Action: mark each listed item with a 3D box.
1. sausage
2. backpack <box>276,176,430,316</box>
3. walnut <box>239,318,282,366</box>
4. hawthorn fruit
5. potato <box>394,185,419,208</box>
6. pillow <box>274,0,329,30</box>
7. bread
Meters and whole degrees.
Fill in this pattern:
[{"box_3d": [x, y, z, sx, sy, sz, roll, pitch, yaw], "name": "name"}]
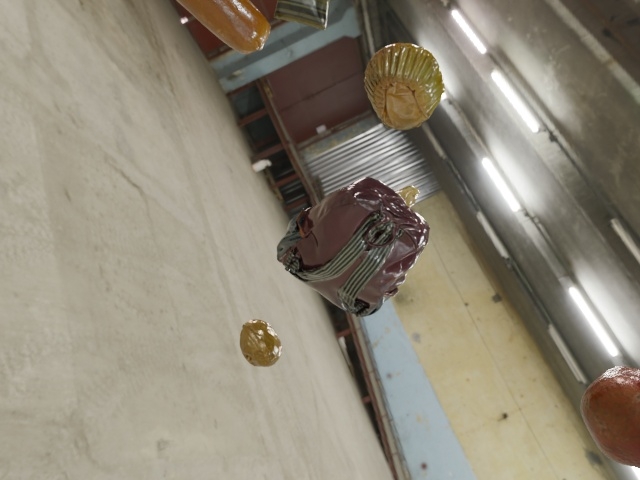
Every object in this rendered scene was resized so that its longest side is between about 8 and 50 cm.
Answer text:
[{"box_3d": [-0.198, -0.452, 0.939, 0.238, 0.098, 0.098, 40, 6, -5], "name": "sausage"}, {"box_3d": [0.079, 0.015, 1.056, 0.283, 0.317, 0.197, 35, 49, -10], "name": "backpack"}, {"box_3d": [-0.121, 0.225, 1.065, 0.052, 0.091, 0.121, 0, -49, 45], "name": "walnut"}, {"box_3d": [0.513, 0.271, 0.748, 0.194, 0.156, 0.157, -29, -95, 58], "name": "hawthorn fruit"}, {"box_3d": [0.202, -0.102, 1.201, 0.062, 0.083, 0.068, 46, -2, -23], "name": "potato"}, {"box_3d": [-0.021, -0.542, 0.999, 0.038, 0.113, 0.204, -114, -143, -83], "name": "pillow"}, {"box_3d": [0.228, -0.430, 1.375, 0.139, 0.239, 0.240, -66, 145, -33], "name": "bread"}]
